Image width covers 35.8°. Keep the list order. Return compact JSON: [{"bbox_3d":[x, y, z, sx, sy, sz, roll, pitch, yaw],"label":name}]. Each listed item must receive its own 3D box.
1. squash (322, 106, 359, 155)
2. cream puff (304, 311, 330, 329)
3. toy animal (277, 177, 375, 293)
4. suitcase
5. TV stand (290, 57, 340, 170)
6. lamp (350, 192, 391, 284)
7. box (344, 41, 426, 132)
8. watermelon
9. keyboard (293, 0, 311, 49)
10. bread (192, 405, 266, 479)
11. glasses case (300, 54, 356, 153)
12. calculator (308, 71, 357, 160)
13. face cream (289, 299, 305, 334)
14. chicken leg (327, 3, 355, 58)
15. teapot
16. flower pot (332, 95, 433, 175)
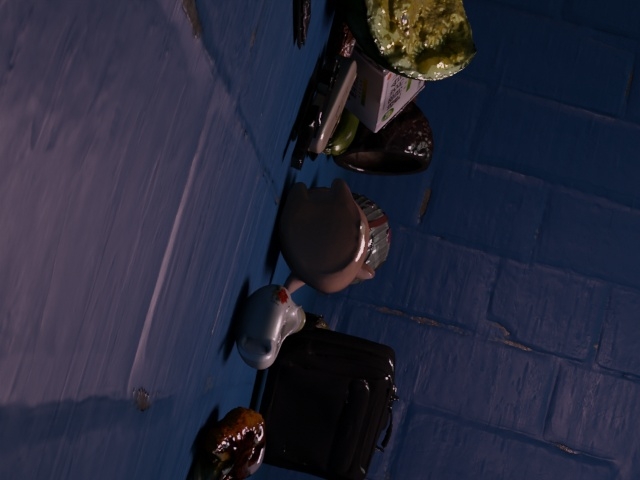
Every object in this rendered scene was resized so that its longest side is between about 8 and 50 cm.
[{"bbox_3d":[0.052,-0.281,2.353,0.080,0.071,0.318,55,35,-26],"label":"squash"},{"bbox_3d":[-0.030,0.262,2.604,0.183,0.183,0.169,-67,156,-65],"label":"cream puff"},{"bbox_3d":[0.000,-0.001,1.938,0.256,0.195,0.213,57,23,-87],"label":"toy animal"},{"bbox_3d":[0.011,0.389,2.371,0.188,0.339,0.345,-77,180,-68],"label":"suitcase"},{"bbox_3d":[-0.014,-0.228,1.756,0.036,0.042,0.249,104,3,-56],"label":"TV stand"},{"bbox_3d":[0.058,-0.009,2.409,0.265,0.233,0.233,-38,143,-73],"label":"lamp"},{"bbox_3d":[0.136,-0.387,2.130,0.173,0.145,0.333,-47,170,-12],"label":"box"},{"bbox_3d":[0.145,-0.455,1.830,0.189,0.331,0.331,7,-100,56],"label":"watermelon"},{"bbox_3d":[-0.021,-0.342,1.381,0.196,0.015,0.074,95,11,-73],"label":"keyboard"},{"bbox_3d":[-0.158,0.352,1.661,0.269,0.095,0.139,0,104,-72],"label":"bread"},{"bbox_3d":[0.014,-0.257,1.863,0.083,0.050,0.196,84,27,-70],"label":"glasses case"},{"bbox_3d":[0.018,-0.251,2.032,0.236,0.033,0.157,124,-14,-70],"label":"calculator"},{"bbox_3d":[-0.091,0.172,2.161,0.224,0.070,0.114,21,84,-78],"label":"face cream"},{"bbox_3d":[0.046,-0.394,1.927,0.089,0.048,0.219,-61,167,-80],"label":"chicken leg"},{"bbox_3d":[-0.096,0.147,1.653,0.226,0.092,0.145,-63,165,-67],"label":"teapot"},{"bbox_3d":[0.168,-0.328,2.601,0.266,0.266,0.267,85,8,-80],"label":"flower pot"}]
